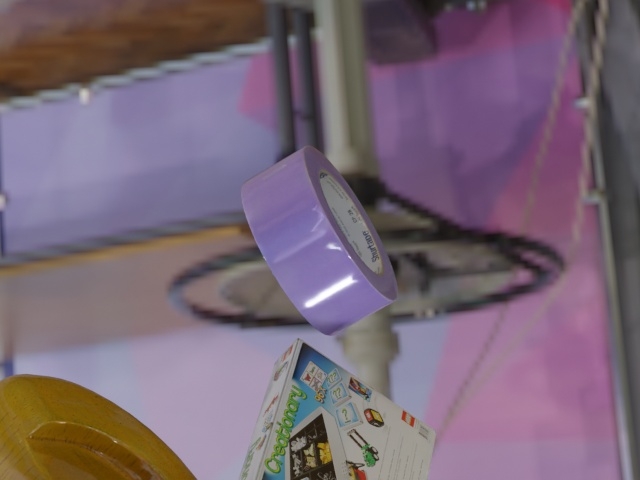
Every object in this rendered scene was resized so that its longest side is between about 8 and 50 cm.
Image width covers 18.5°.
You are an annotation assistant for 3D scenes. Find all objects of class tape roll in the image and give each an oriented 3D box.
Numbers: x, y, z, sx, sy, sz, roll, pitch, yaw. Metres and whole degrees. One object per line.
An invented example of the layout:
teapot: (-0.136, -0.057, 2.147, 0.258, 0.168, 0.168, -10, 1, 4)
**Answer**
tape roll: (0.000, 0.000, 2.060, 0.080, 0.189, 0.189, -29, 159, 12)

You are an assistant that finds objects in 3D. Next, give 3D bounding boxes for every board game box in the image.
board game box: (0.015, 0.252, 2.028, 0.193, 0.305, 0.053, 35, 122, -11)

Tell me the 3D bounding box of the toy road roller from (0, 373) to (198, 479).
toy road roller: (-0.086, 0.200, 1.035, 0.202, 0.240, 0.329, -48, 151, 19)
